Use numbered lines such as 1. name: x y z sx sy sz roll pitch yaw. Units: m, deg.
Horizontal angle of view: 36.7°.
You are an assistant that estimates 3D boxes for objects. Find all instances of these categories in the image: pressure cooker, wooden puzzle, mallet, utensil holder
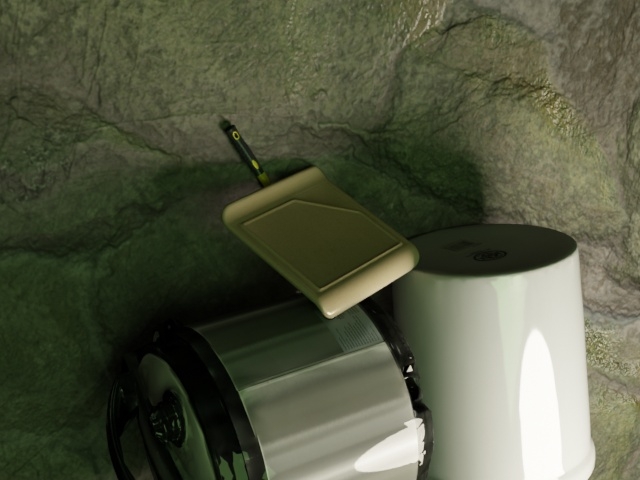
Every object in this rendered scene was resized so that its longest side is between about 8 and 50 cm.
1. pressure cooker: -0.096 0.276 1.418 0.420 0.370 0.376 -15 97 -28
2. wooden puzzle: 0.000 0.000 1.460 0.221 0.238 0.044 -28 151 -40
3. mallet: -0.098 -0.093 1.520 0.062 0.039 0.190 -47 113 -14
4. utensil holder: 0.283 0.195 1.602 0.327 0.327 0.386 -12 107 -21
